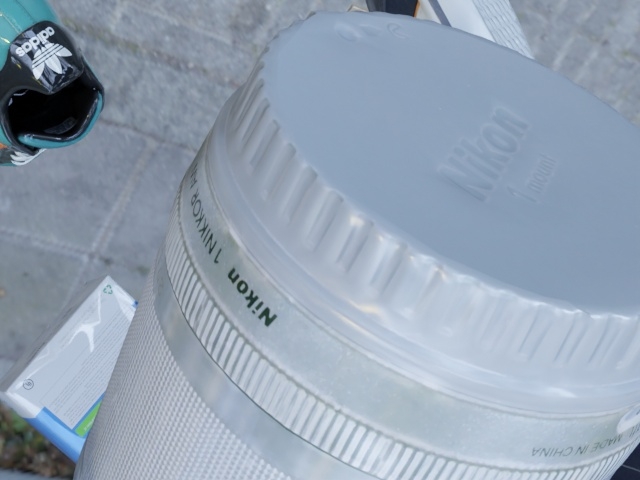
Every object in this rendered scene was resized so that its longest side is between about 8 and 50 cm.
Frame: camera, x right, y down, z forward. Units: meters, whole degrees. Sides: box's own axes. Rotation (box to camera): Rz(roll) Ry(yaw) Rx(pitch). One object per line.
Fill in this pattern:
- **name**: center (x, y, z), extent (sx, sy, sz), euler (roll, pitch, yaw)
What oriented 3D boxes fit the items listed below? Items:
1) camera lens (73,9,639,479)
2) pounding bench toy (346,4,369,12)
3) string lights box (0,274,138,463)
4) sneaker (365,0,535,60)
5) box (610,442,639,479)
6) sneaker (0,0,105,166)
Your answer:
- **camera lens**: center (0.021, 0.066, 0.552), extent (0.219, 0.219, 0.274), euler (5, 129, -27)
- **pounding bench toy**: center (0.040, -0.252, 1.493), extent (0.083, 0.065, 0.052), euler (17, 125, -33)
- **string lights box**: center (-0.144, 0.167, 1.080), extent (0.260, 0.077, 0.133), euler (45, 68, -14)
- **sneaker**: center (0.074, -0.077, 0.741), extent (0.127, 0.321, 0.126), euler (-29, 167, 23)
- **box**: center (0.108, 0.272, 0.805), extent (0.312, 0.343, 0.179), euler (-51, 127, -20)
- **sneaker**: center (-0.246, -0.109, 1.016), extent (0.108, 0.121, 0.302), euler (-41, 174, -17)
